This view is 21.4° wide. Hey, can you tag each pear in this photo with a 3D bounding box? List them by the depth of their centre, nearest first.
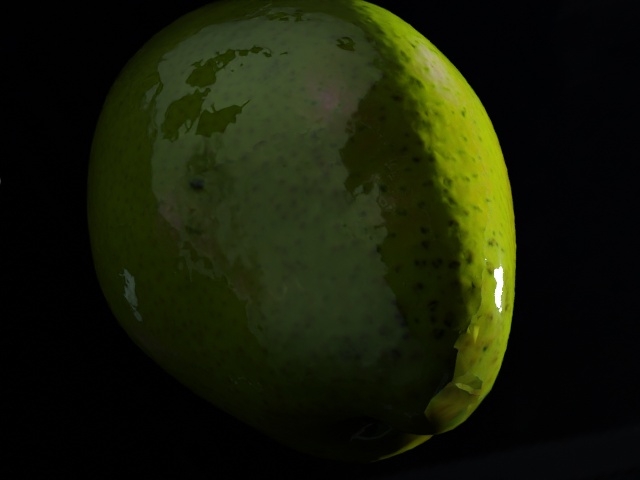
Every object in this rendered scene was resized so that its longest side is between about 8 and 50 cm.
[{"bbox_3d":[0.000,0.000,0.697,0.187,0.187,0.220,-35,-127,-4],"label":"pear"}]
